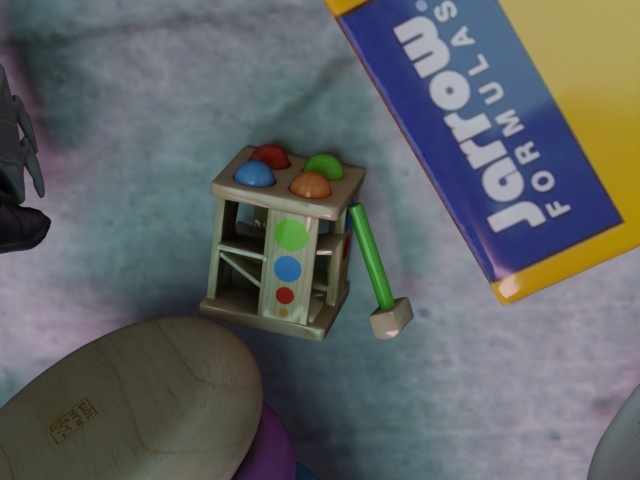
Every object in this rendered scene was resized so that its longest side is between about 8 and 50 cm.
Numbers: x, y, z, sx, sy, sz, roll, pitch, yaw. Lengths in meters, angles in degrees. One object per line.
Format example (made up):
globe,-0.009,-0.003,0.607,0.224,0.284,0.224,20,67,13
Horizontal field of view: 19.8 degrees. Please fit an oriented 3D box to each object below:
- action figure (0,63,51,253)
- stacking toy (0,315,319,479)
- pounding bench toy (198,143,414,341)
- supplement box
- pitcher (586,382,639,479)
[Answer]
action figure,-0.178,-0.133,0.714,0.185,0.099,0.285,0,107,22
stacking toy,-0.011,0.192,0.767,0.141,0.141,0.330,-23,118,21
pounding bench toy,0.000,0.000,0.739,0.083,0.052,0.065,12,112,10
supplement box,0.174,-0.162,0.555,0.357,0.195,0.194,-27,102,22
pitcher,0.190,0.149,0.697,0.207,0.125,0.177,38,86,-8
